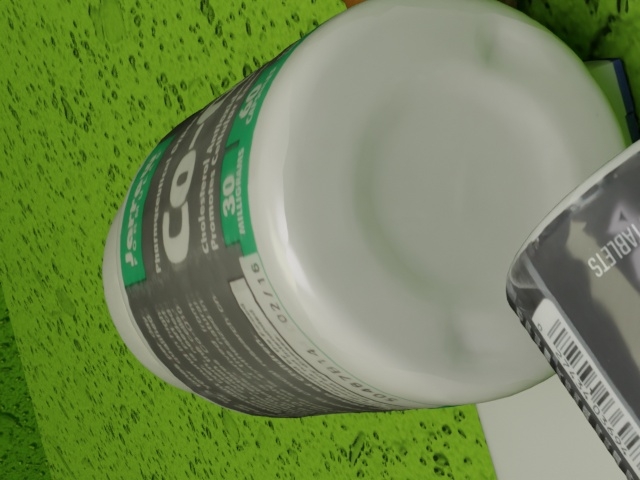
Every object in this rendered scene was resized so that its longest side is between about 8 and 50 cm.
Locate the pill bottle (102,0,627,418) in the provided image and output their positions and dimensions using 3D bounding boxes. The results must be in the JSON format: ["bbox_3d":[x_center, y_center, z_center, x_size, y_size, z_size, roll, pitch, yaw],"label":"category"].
[{"bbox_3d":[0.000,0.000,0.844,0.361,0.204,0.204,-21,92,66],"label":"pill bottle"}]

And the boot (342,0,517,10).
[{"bbox_3d":[0.017,-0.245,0.819,0.211,0.104,0.295,40,149,45],"label":"boot"}]

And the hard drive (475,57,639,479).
[{"bbox_3d":[0.145,0.052,0.889,0.210,0.040,0.318,7,117,63],"label":"hard drive"}]

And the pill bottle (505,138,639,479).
[{"bbox_3d":[0.178,0.078,0.483,0.245,0.130,0.130,57,154,20],"label":"pill bottle"}]
